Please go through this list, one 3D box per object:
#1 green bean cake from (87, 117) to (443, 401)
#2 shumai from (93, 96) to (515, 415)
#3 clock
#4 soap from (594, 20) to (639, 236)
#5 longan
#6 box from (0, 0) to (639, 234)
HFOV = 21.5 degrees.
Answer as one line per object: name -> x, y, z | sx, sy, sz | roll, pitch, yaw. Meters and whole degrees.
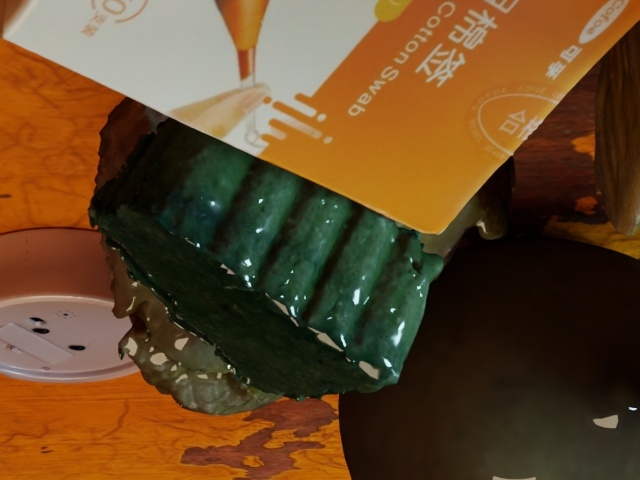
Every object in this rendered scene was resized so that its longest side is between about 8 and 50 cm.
green bean cake -> -0.048, 0.009, 1.053 | 0.208, 0.107, 0.193 | 33, 162, -19
shumai -> 0.003, 0.000, 1.245 | 0.283, 0.217, 0.346 | -7, 149, 10
clock -> -0.232, 0.062, 1.513 | 0.197, 0.068, 0.197 | -2, 153, -1
soap -> 0.237, -0.106, 1.115 | 0.080, 0.160, 0.257 | 0, 153, -1
longan -> 0.200, 0.157, 1.480 | 0.361, 0.361, 0.361 | -2, 153, -1
box -> 0.004, -0.164, 0.917 | 0.341, 0.143, 0.225 | 23, 118, -43
